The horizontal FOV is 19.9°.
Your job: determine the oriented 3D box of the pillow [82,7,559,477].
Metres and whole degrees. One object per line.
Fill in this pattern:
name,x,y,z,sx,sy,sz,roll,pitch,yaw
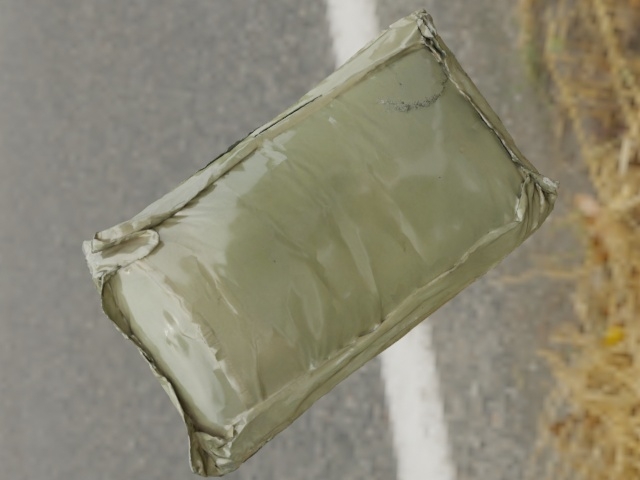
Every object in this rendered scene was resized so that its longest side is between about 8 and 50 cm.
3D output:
pillow,0.000,0.000,0.791,0.119,0.208,0.053,58,165,-13
